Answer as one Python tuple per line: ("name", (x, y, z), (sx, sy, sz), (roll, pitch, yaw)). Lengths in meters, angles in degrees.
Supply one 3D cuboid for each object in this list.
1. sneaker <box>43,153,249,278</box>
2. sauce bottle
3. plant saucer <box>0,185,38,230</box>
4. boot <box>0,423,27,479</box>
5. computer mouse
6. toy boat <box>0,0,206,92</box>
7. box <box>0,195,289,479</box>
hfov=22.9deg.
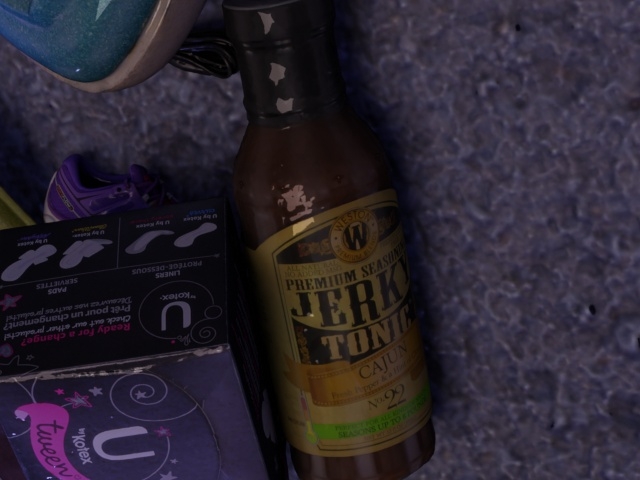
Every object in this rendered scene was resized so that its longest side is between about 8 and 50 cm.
("sneaker", (-0.121, -0.014, 1.132), (0.170, 0.068, 0.071), (20, 110, 11))
("sauce bottle", (0.000, 0.000, 1.051), (0.111, 0.111, 0.344), (-1, 116, 26))
("plant saucer", (-0.295, 0.020, 1.162), (0.188, 0.045, 0.188), (-39, 108, 8))
("boot", (-0.264, 0.161, 1.271), (0.248, 0.090, 0.206), (-17, 104, 27))
("computer mouse", (-0.091, -0.197, 1.035), (0.106, 0.042, 0.193), (19, 122, 17))
("toy boat", (-0.150, -0.264, 0.940), (0.267, 0.148, 0.318), (42, 119, 34))
("box", (-0.117, 0.114, 1.075), (0.163, 0.142, 0.247), (-9, 133, 3))
